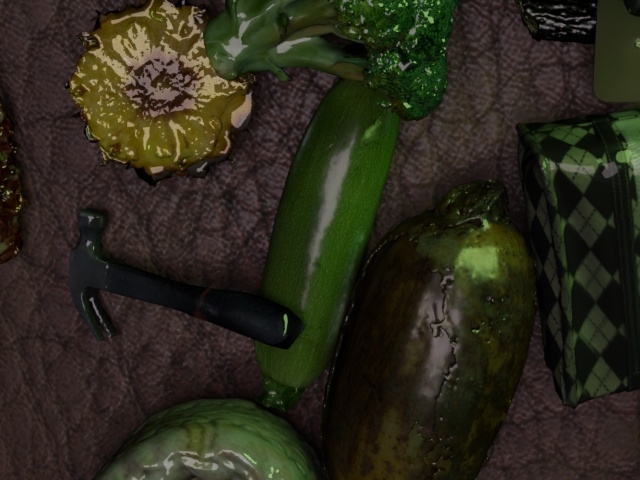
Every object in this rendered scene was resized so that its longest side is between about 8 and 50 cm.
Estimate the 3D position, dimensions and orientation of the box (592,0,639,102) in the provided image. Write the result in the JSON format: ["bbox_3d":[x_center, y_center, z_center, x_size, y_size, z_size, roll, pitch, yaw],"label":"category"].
[{"bbox_3d":[0.322,-0.203,1.637,0.091,0.031,0.126,0,113,4],"label":"box"}]

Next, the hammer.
[{"bbox_3d":[-0.150,0.066,1.735,0.289,0.037,0.137,16,106,26],"label":"hammer"}]

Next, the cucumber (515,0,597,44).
[{"bbox_3d":[0.323,-0.233,1.674,0.245,0.067,0.067,3,100,6],"label":"cucumber"}]

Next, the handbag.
[{"bbox_3d":[0.427,0.010,1.664,0.416,0.180,0.317,-9,107,2],"label":"handbag"}]

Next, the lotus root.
[{"bbox_3d":[0.117,0.124,1.692,0.196,0.179,0.397,27,111,39],"label":"lotus root"}]

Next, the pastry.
[{"bbox_3d":[-0.387,-0.069,1.758,0.115,0.097,0.209,-2,101,16],"label":"pastry"}]

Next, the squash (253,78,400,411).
[{"bbox_3d":[0.000,0.000,1.726,0.107,0.107,0.395,17,102,2],"label":"squash"}]

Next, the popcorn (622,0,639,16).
[{"bbox_3d":[0.247,-0.376,1.569,0.293,0.237,0.293,7,110,19],"label":"popcorn"}]

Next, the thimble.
[{"bbox_3d":[-0.133,0.318,1.745,0.291,0.195,0.292,1,101,5],"label":"thimble"}]

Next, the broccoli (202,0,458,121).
[{"bbox_3d":[0.015,-0.231,1.612,0.269,0.254,0.269,-2,83,20],"label":"broccoli"}]

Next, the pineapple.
[{"bbox_3d":[-0.167,-0.165,1.727,0.224,0.076,0.225,1,103,6],"label":"pineapple"}]
